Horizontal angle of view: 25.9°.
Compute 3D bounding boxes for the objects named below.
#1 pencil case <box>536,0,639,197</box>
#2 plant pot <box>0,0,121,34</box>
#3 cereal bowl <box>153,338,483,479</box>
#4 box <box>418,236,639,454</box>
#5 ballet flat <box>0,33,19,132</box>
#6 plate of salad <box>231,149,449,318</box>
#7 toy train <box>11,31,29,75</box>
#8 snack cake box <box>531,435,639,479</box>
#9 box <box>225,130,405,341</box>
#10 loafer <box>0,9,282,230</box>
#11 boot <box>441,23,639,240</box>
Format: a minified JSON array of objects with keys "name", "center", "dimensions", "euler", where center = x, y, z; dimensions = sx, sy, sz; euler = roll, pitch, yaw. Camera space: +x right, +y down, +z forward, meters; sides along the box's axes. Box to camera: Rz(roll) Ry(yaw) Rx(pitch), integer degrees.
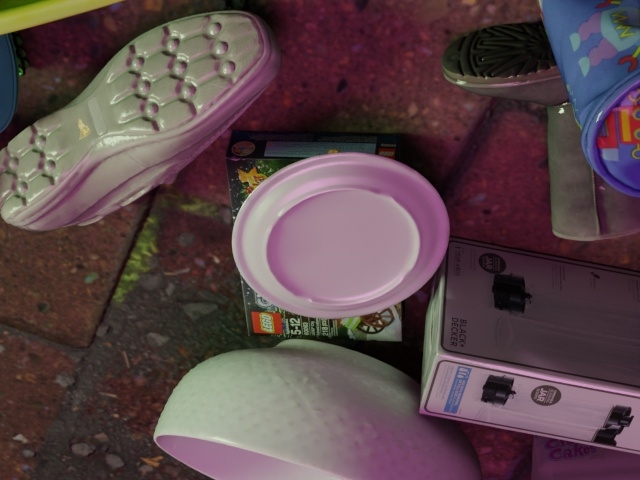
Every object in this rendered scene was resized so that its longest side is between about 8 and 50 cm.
[{"name":"pencil case","center":[0.225,-0.173,0.997],"dimensions":[0.133,0.306,0.119],"euler":[-21,136,17]},{"name":"plant pot","center":[-0.234,-0.299,1.004],"dimensions":[0.228,0.207,0.227],"euler":[-10,129,17]},{"name":"cereal bowl","center":[0.011,0.196,1.415],"dimensions":[0.339,0.141,0.339],"euler":[19,161,6]},{"name":"box","center":[0.246,0.105,1.322],"dimensions":[0.290,0.169,0.087],"euler":[10,132,-2]},{"name":"ballet flat","center":[-0.326,-0.206,1.191],"dimensions":[0.083,0.087,0.247],"euler":[-31,129,-23]},{"name":"plate of salad","center":[0.018,-0.007,1.275],"dimensions":[0.200,0.048,0.200],"euler":[-3,131,-4]},{"name":"toy train","center":[-0.282,-0.183,1.242],"dimensions":[0.024,0.017,0.083],"euler":[6,133,16]},{"name":"snack cake box","center":[0.332,0.327,1.561],"dimensions":[0.152,0.089,0.264],"euler":[-6,130,15]},{"name":"box","center":[0.000,0.000,1.346],"dimensions":[0.159,0.044,0.233],"euler":[1,131,7]},{"name":"loafer","center":[-0.158,-0.103,1.250],"dimensions":[0.319,0.112,0.111],"euler":[-27,159,27]},{"name":"boot","center":[0.208,-0.091,1.228],"dimensions":[0.190,0.076,0.208],"euler":[0,138,11]}]
